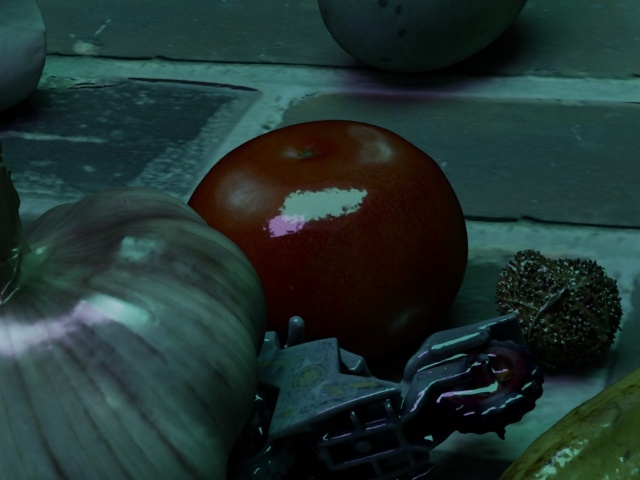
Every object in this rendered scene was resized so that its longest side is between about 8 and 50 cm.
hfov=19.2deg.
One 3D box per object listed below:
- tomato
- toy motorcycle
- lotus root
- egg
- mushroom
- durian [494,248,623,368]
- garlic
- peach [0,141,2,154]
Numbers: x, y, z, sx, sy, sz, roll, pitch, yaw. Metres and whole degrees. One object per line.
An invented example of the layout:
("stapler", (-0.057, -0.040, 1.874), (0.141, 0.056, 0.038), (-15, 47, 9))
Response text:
("tomato", (0.000, 0.000, 1.246), (0.195, 0.136, 0.195), (-4, 30, 2))
("toy motorcycle", (0.027, 0.093, 1.128), (0.215, 0.080, 0.122), (-16, 35, 11))
("lotus root", (0.183, 0.125, 1.029), (0.258, 0.097, 0.110), (-25, 65, -27))
("egg", (0.092, -0.233, 1.615), (0.169, 0.169, 0.236), (13, 33, 29))
("mushroom", (-0.358, -0.134, 1.589), (0.270, 0.103, 0.118), (-16, 31, -8))
("durian", (0.151, 0.039, 1.210), (0.080, 0.080, 0.091), (-14, 51, -15))
("garlic", (-0.154, 0.045, 1.060), (0.245, 0.253, 0.245), (-14, 44, 14))
("peach", (-0.292, -0.061, 1.483), (0.098, 0.061, 0.098), (-20, 38, 16))
